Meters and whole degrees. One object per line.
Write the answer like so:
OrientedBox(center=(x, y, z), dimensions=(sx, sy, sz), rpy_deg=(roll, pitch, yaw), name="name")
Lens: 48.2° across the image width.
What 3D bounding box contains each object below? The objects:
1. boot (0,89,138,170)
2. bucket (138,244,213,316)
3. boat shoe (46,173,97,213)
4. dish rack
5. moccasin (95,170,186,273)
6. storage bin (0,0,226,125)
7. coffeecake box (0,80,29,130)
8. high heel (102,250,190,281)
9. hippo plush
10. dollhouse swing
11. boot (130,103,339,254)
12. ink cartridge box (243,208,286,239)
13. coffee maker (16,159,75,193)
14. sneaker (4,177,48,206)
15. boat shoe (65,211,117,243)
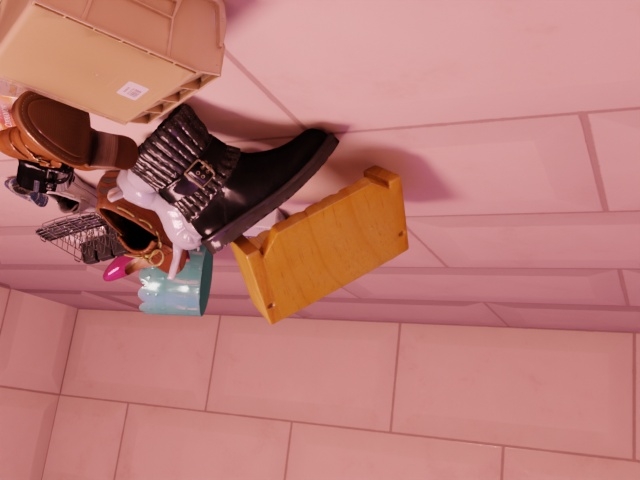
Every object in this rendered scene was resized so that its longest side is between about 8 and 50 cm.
OrientedBox(center=(-0.473, -0.184, 1.208), dimensions=(0.220, 0.109, 0.283), rpy_deg=(7, 179, 21), name="boot")
OrientedBox(center=(-0.442, 0.107, 2.218), dimensions=(0.183, 0.281, 0.281), rpy_deg=(6, 165, -1), name="bucket")
OrientedBox(center=(-0.639, -0.110, 1.840), dimensions=(0.096, 0.088, 0.267), rpy_deg=(6, 164, 4), name="boat shoe")
OrientedBox(center=(-0.612, -0.019, 1.910), dimensions=(0.208, 0.074, 0.271), rpy_deg=(-16, 155, 13), name="dish rack")
OrientedBox(center=(-0.456, -0.014, 1.837), dimensions=(0.139, 0.147, 0.380), rpy_deg=(4, 149, 13), name="moccasin")
OrientedBox(center=(-0.303, -0.284, 1.005), dimensions=(0.260, 0.123, 0.262), rpy_deg=(17, 161, -34), name="storage bin")
OrientedBox(center=(-0.606, -0.260, 1.284), dimensions=(0.185, 0.068, 0.142), rpy_deg=(7, 160, -14), name="coffeecake box")
OrientedBox(center=(-0.496, 0.072, 2.041), dimensions=(0.244, 0.117, 0.082), rpy_deg=(-31, 157, -15), name="high heel")
OrientedBox(center=(-0.310, -0.117, 1.562), dimensions=(0.236, 0.234, 0.294), rpy_deg=(40, 143, -5), name="hippo plush")
OrientedBox(center=(-0.039, -0.045, 1.550), dimensions=(0.346, 0.305, 0.315), rpy_deg=(-28, 138, -13), name="dollhouse swing")
OrientedBox(center=(-0.165, -0.164, 1.342), dimensions=(0.260, 0.348, 0.131), rpy_deg=(52, -175, -11), name="boot")
OrientedBox(center=(-0.254, -0.043, 1.962), dimensions=(0.332, 0.065, 0.165), rpy_deg=(2, 164, 14), name="ink cartridge box")
OrientedBox(center=(-0.616, -0.185, 1.559), dimensions=(0.171, 0.120, 0.178), rpy_deg=(37, 155, -13), name="coffee maker")
OrientedBox(center=(-0.790, -0.133, 1.920), dimensions=(0.058, 0.052, 0.135), rpy_deg=(10, 160, 29), name="sneaker")
OrientedBox(center=(-0.618, -0.049, 2.054), dimensions=(0.276, 0.098, 0.096), rpy_deg=(-4, 163, 4), name="boat shoe")
